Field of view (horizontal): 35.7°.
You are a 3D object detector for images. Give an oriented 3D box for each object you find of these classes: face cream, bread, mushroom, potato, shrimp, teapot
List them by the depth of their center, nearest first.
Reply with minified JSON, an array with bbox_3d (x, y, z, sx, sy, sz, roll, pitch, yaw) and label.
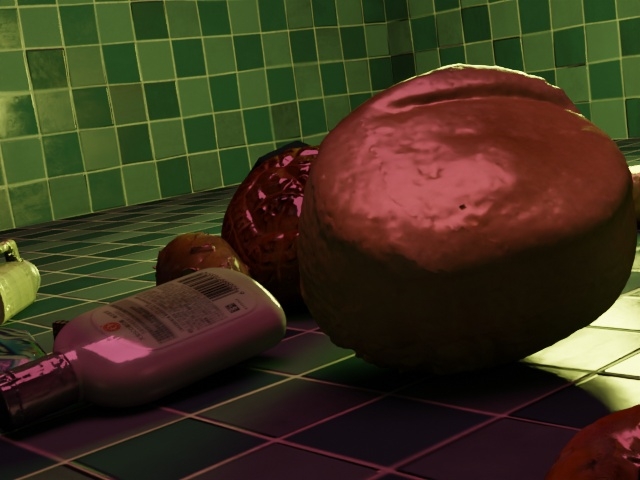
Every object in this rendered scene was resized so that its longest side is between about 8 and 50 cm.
[{"bbox_3d":[0.215,0.133,0.537,0.150,0.068,0.249,-23,7,-14],"label":"shrimp"},{"bbox_3d":[0.132,-0.009,0.942,0.321,0.237,0.320,-7,42,6],"label":"bread"},{"bbox_3d":[-0.177,0.105,0.963,0.291,0.071,0.144,-21,34,-39],"label":"face cream"},{"bbox_3d":[-0.136,0.056,1.187,0.090,0.117,0.225,0,14,-29],"label":"potato"},{"bbox_3d":[-0.011,-0.023,1.275,0.253,0.153,0.253,-12,43,11],"label":"mushroom"},{"bbox_3d":[-0.478,0.061,1.470,0.077,0.107,0.200,-10,8,1],"label":"teapot"}]

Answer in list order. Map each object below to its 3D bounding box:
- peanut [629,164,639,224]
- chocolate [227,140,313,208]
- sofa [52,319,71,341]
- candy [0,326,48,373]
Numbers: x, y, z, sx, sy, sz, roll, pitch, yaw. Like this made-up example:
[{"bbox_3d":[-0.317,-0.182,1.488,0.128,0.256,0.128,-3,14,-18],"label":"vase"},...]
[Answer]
[{"bbox_3d":[0.472,-0.074,1.560,0.263,0.101,0.117,2,32,46],"label":"peanut"},{"bbox_3d":[0.000,0.000,1.459,0.224,0.206,0.177,23,-16,34],"label":"chocolate"},{"bbox_3d":[-0.238,0.106,1.110,0.039,0.060,0.118,5,14,40],"label":"sofa"},{"bbox_3d":[-0.360,0.129,1.051,0.145,0.070,0.275,-2,3,-24],"label":"candy"}]
